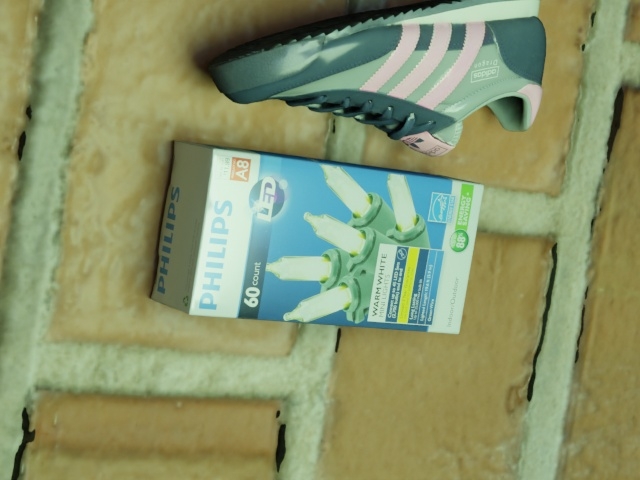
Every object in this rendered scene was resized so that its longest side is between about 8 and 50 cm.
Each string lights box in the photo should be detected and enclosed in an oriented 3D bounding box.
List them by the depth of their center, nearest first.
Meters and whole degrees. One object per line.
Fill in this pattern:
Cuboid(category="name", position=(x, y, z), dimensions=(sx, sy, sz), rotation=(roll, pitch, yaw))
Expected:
Cuboid(category="string lights box", position=(0.000, 0.000, 1.290), dimensions=(0.260, 0.077, 0.133), rotation=(5, 96, -32))

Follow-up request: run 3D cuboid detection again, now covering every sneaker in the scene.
Cuboid(category="sneaker", position=(0.061, -0.125, 1.288), dimensions=(0.319, 0.112, 0.131), rotation=(-13, 101, -28))
